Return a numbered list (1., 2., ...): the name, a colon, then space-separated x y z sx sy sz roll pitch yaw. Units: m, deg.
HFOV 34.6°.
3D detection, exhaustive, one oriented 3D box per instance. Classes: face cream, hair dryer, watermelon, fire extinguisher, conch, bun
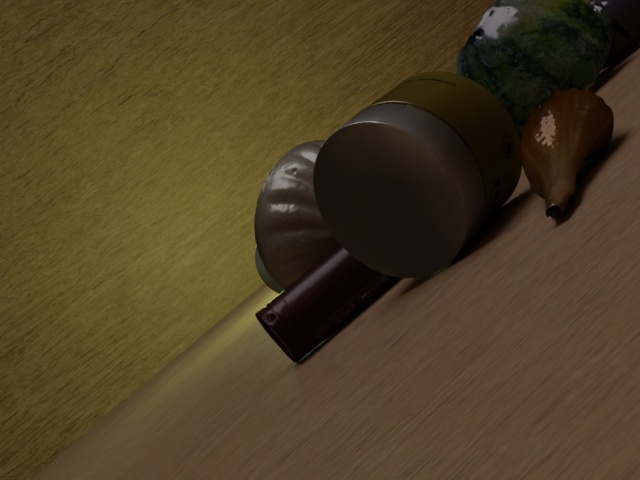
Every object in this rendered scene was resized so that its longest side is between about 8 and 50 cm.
1. face cream: 0.128 -0.088 1.329 0.218 0.218 0.179 -36 3 45
2. hair dryer: 0.594 -0.438 2.014 0.301 0.121 0.361 -45 -6 8
3. watermelon: 0.363 -0.297 1.820 0.305 0.224 0.180 -54 -17 6
4. fire extinguisher: 0.036 0.055 1.485 0.269 0.105 0.105 -40 3 -11
5. conch: 0.268 -0.109 1.161 0.109 0.093 0.330 -29 9 30
6. bun: 0.043 -0.029 1.611 0.175 0.263 0.263 5 37 47

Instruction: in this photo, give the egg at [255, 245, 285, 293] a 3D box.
1. egg: 0.000 0.000 1.896 0.264 0.183 0.183 -34 1 -21
